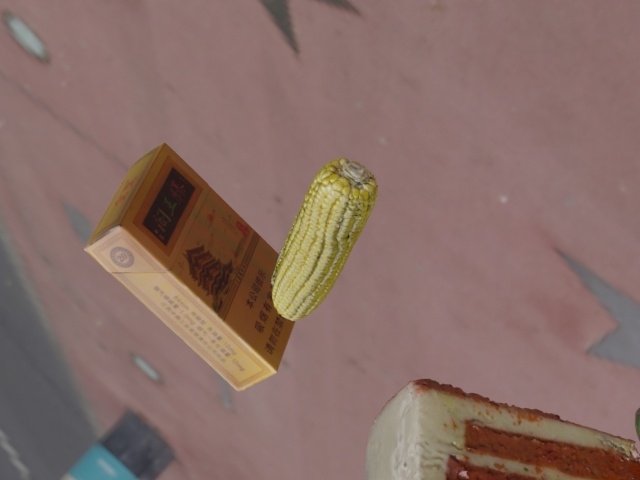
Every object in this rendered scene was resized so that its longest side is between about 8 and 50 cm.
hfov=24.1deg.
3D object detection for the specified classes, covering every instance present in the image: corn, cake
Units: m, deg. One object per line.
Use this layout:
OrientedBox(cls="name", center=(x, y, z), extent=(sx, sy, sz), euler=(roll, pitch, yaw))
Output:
OrientedBox(cls="corn", center=(0.000, 0.000, 1.556), extent=(0.072, 0.072, 0.203), euler=(37, 129, 15))
OrientedBox(cls="cake", center=(0.166, 0.212, 1.315), extent=(0.262, 0.158, 0.159), euler=(-3, 151, 4))

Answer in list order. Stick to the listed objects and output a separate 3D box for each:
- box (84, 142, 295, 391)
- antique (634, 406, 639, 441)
OrientedBox(cls="box", center=(-0.147, 0.034, 1.856), extent=(0.076, 0.174, 0.274), euler=(-31, 114, 33))
OrientedBox(cls="antique", center=(0.444, 0.165, 1.630), extent=(0.081, 0.221, 0.080), euler=(54, 164, 2))
